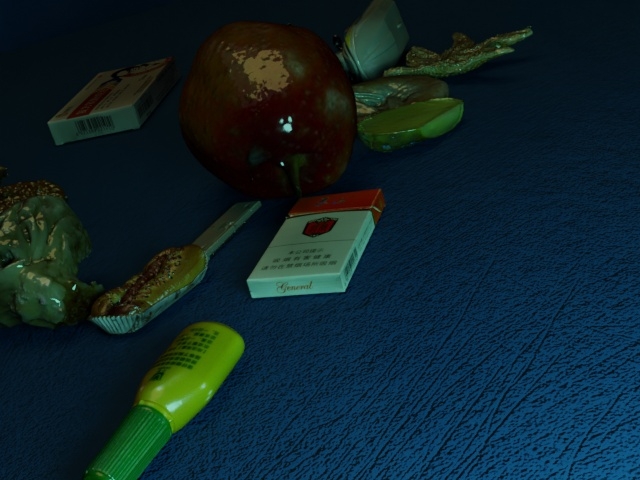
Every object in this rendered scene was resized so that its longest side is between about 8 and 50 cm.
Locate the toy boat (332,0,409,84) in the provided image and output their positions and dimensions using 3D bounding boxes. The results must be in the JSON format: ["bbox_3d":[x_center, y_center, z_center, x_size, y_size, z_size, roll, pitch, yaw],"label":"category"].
[{"bbox_3d":[0.098,-0.410,1.978,0.141,0.140,0.269,2,33,33],"label":"toy boat"}]

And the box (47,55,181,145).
[{"bbox_3d":[-0.479,-0.337,2.242,0.214,0.069,0.353,-9,25,14],"label":"box"}]

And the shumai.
[{"bbox_3d":[-0.385,0.046,1.331,0.176,0.166,0.205,19,67,38],"label":"shumai"}]

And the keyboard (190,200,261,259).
[{"bbox_3d":[-0.150,-0.016,1.468,0.055,0.017,0.166,-4,28,33],"label":"keyboard"}]

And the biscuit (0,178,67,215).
[{"bbox_3d":[-0.620,-0.041,1.758,0.305,0.038,0.305,-13,26,6],"label":"biscuit"}]

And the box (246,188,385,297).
[{"bbox_3d":[0.000,0.000,1.328,0.139,0.035,0.245,-5,29,22],"label":"box"}]

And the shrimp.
[{"bbox_3d":[0.086,-0.237,1.707,0.317,0.077,0.168,-20,29,-14],"label":"shrimp"}]

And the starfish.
[{"bbox_3d":[0.274,-0.363,1.861,0.302,0.060,0.299,1,24,42],"label":"starfish"}]

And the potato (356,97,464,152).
[{"bbox_3d":[0.154,-0.191,1.600,0.198,0.054,0.119,-24,29,-27],"label":"potato"}]

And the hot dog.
[{"bbox_3d":[-0.235,0.064,1.314,0.108,0.059,0.191,1,32,39],"label":"hot dog"}]

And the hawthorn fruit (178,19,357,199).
[{"bbox_3d":[-0.074,-0.177,1.485,0.285,0.284,0.369,-19,45,-5],"label":"hawthorn fruit"}]

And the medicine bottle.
[{"bbox_3d":[-0.173,0.181,1.033,0.095,0.064,0.260,-4,28,27],"label":"medicine bottle"}]

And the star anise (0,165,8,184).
[{"bbox_3d":[-0.718,-0.139,1.831,0.238,0.148,0.346,1,17,-11],"label":"star anise"}]
